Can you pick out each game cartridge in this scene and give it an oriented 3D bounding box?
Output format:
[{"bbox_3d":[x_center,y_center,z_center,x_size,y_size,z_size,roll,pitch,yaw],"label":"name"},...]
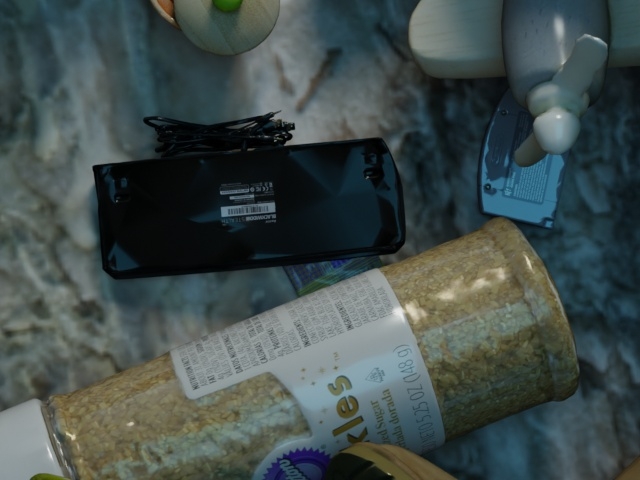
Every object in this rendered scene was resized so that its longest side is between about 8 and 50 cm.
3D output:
[{"bbox_3d":[0.129,-0.053,1.268,0.056,0.017,0.083,13,85,-7],"label":"game cartridge"}]

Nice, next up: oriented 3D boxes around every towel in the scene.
[{"bbox_3d":[0.000,0.000,1.257,0.060,0.009,0.083,-26,89,-6],"label":"towel"}]

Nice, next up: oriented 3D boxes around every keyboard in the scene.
[{"bbox_3d":[-0.044,-0.032,1.245,0.192,0.038,0.100,-5,90,5],"label":"keyboard"}]

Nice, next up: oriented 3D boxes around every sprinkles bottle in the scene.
[{"bbox_3d":[-0.027,0.101,1.193,0.355,0.121,0.121,-22,88,-6],"label":"sprinkles bottle"}]

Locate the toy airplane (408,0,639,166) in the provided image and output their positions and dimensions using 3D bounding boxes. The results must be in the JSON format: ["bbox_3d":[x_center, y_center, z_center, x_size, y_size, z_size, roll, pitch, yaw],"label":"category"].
[{"bbox_3d":[0.298,-0.137,1.155,0.384,0.272,0.386,44,96,16],"label":"toy airplane"}]

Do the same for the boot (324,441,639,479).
[{"bbox_3d":[0.163,0.162,1.172,0.236,0.089,0.269,45,45,16],"label":"boot"}]

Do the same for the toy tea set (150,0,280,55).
[{"bbox_3d":[0.000,-0.270,1.216,0.200,0.124,0.336,12,85,-4],"label":"toy tea set"}]

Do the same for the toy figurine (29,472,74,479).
[{"bbox_3d":[-0.044,0.301,1.087,0.362,0.191,0.217,34,83,-33],"label":"toy figurine"}]
